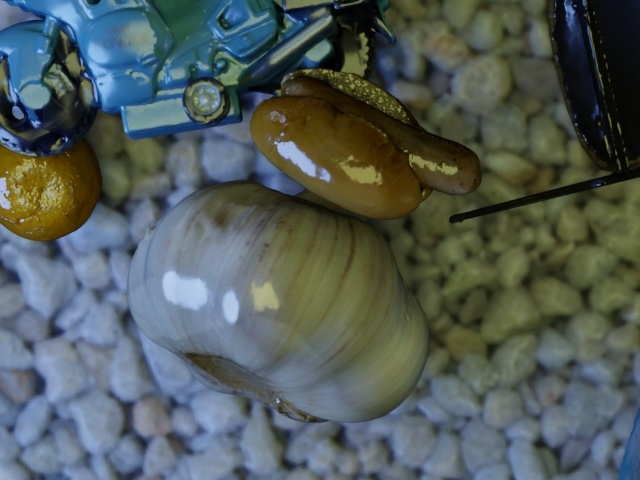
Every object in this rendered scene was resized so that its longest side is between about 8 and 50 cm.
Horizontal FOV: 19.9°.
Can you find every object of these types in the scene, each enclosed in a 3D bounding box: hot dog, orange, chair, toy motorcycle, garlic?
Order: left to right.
[{"bbox_3d":[-0.187,-0.041,1.215,0.083,0.070,0.083,-1,101,-5],"label":"orange"},{"bbox_3d":[-0.092,-0.158,1.177,0.272,0.123,0.182,-8,87,0],"label":"toy motorcycle"},{"bbox_3d":[0.000,0.000,1.163,0.199,0.199,0.226,29,70,3],"label":"garlic"},{"bbox_3d":[0.027,-0.057,1.104,0.140,0.090,0.060,39,132,16],"label":"hot dog"},{"bbox_3d":[0.203,-0.119,1.139,0.247,0.172,0.159,-15,93,-38],"label":"chair"}]

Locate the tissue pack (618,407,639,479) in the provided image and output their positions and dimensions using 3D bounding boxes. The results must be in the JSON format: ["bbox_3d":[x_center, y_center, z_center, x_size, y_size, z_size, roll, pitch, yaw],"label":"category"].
[{"bbox_3d":[0.289,0.164,1.086,0.201,0.271,0.124,9,92,4],"label":"tissue pack"}]
